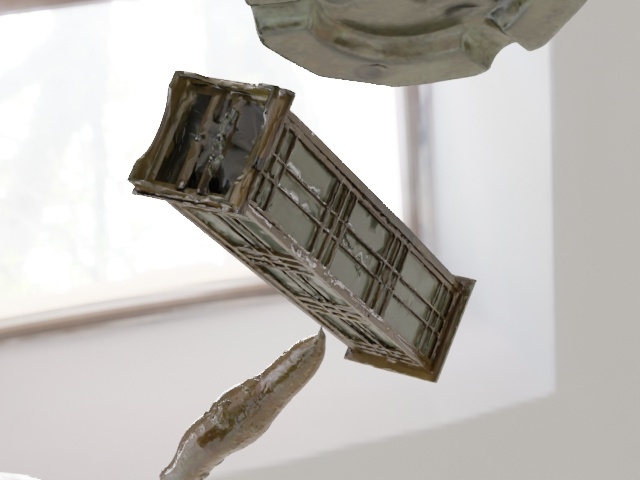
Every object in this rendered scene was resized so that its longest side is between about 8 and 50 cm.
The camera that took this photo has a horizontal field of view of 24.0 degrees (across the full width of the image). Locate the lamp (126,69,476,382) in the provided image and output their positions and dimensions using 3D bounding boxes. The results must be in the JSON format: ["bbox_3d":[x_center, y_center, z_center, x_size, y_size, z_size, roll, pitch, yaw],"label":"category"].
[{"bbox_3d":[0.000,0.000,1.031,0.090,0.325,0.089,13,-106,33],"label":"lamp"}]

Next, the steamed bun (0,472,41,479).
[{"bbox_3d":[-0.344,0.318,1.275,0.273,0.272,0.290,3,173,23],"label":"steamed bun"}]

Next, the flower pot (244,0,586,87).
[{"bbox_3d":[0.052,-0.241,0.853,0.290,0.290,0.259,-5,-115,1],"label":"flower pot"}]

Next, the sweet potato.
[{"bbox_3d":[-0.079,0.179,1.593,0.274,0.067,0.067,-44,-166,21],"label":"sweet potato"}]
